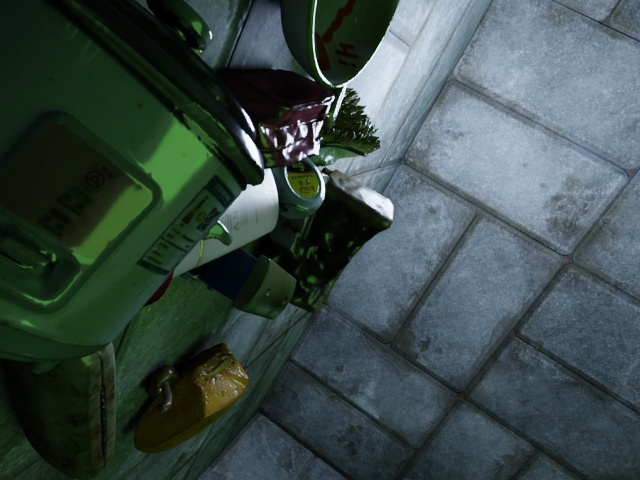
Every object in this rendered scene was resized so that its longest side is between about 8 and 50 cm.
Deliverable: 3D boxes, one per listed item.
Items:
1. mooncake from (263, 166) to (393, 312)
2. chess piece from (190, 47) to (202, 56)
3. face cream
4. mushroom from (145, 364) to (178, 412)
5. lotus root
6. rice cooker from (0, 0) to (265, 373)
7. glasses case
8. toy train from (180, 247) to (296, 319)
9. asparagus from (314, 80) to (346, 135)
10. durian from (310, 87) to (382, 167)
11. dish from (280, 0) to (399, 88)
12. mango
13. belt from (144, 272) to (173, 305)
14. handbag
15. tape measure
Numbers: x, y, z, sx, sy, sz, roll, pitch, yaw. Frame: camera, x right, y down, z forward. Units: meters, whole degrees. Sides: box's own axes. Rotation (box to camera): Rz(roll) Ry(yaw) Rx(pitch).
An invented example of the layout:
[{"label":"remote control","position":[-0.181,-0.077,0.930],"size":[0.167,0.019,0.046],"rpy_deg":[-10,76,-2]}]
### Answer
[{"label":"mooncake","position":[0.000,0.000,1.381],"size":[0.394,0.246,0.393],"rpy_deg":[-57,-176,-19]},{"label":"chess piece","position":[-0.197,-0.177,0.630],"size":[0.172,0.060,0.060],"rpy_deg":[-63,167,15]},{"label":"face cream","position":[-0.186,-0.058,0.805],"size":[0.348,0.081,0.173],"rpy_deg":[-31,112,-63]},{"label":"mushroom","position":[-0.390,0.359,1.185],"size":[0.088,0.073,0.129],"rpy_deg":[-46,-154,15]},{"label":"lotus root","position":[-0.070,-0.078,1.171],"size":[0.119,0.138,0.235],"rpy_deg":[43,62,-73]},{"label":"rice cooker","position":[-0.197,-0.072,0.390],"size":[0.317,0.316,0.264],"rpy_deg":[-56,-149,-3]},{"label":"glasses case","position":[-0.374,0.222,0.705],"size":[0.098,0.156,0.425],"rpy_deg":[-46,164,-47]},{"label":"toy train","position":[-0.174,0.073,1.013],"size":[0.131,0.202,0.300],"rpy_deg":[-58,167,-6]},{"label":"asparagus","position":[0.039,-0.376,0.991],"size":[0.082,0.085,0.343],"rpy_deg":[-30,152,-38]},{"label":"durian","position":[0.031,-0.285,1.248],"size":[0.198,0.163,0.394],"rpy_deg":[-20,179,24]},{"label":"dish","position":[0.021,-0.413,0.743],"size":[0.324,0.124,0.324],"rpy_deg":[-53,161,-28]},{"label":"mango","position":[-0.352,0.444,1.332],"size":[0.350,0.201,0.199],"rpy_deg":[-43,134,-24]},{"label":"belt","position":[-0.253,-0.011,0.569],"size":[0.124,0.128,0.201],"rpy_deg":[-11,100,-74]},{"label":"handbag","position":[-0.079,-0.205,0.815],"size":[0.225,0.146,0.135],"rpy_deg":[-37,151,-58]},{"label":"tape measure","position":[-0.008,-0.137,1.088],"size":[0.084,0.164,0.330],"rpy_deg":[-18,177,42]}]
